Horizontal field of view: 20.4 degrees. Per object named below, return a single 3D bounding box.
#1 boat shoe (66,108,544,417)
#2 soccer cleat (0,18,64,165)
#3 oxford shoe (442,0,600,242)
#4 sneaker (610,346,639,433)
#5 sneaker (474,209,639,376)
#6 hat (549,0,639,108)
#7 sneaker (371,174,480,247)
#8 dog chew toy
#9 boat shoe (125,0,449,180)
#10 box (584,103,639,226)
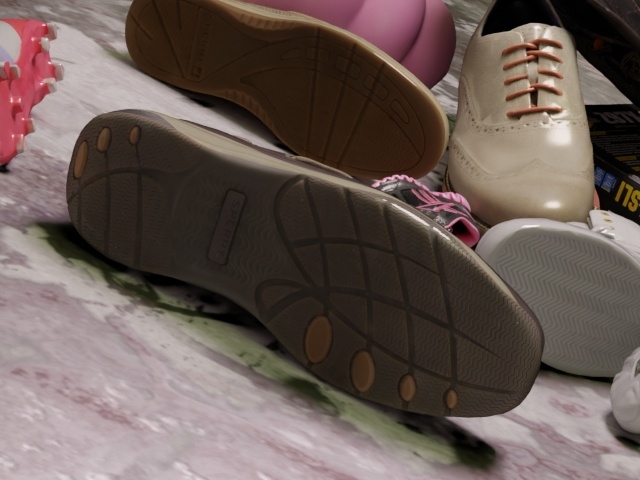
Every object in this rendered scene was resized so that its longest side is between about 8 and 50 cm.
[{"bbox_3d":[0.000,0.000,1.209,0.355,0.132,0.130,29,19,17],"label":"boat shoe"},{"bbox_3d":[-0.261,-0.111,1.338,0.095,0.083,0.248,-6,21,8],"label":"soccer cleat"},{"bbox_3d":[0.183,-0.119,1.658,0.140,0.146,0.397,0,31,-2],"label":"oxford shoe"},{"bbox_3d":[0.314,0.112,1.322,0.232,0.115,0.090,-20,6,-32],"label":"sneaker"},{"bbox_3d":[0.206,0.032,1.418,0.292,0.108,0.169,22,13,-34],"label":"sneaker"},{"bbox_3d":[0.308,-0.256,1.790,0.331,0.134,0.331,48,4,-4],"label":"hat"},{"bbox_3d":[0.088,-0.019,1.518,0.119,0.047,0.057,9,33,-32],"label":"sneaker"},{"bbox_3d":[0.013,-0.251,1.858,0.332,0.206,0.206,29,10,-37],"label":"dog chew toy"},{"bbox_3d":[-0.018,-0.159,1.660,0.341,0.122,0.110,28,19,22],"label":"boat shoe"},{"bbox_3d":[0.389,-0.060,1.862,0.322,0.079,0.257,-5,30,-41],"label":"box"}]
